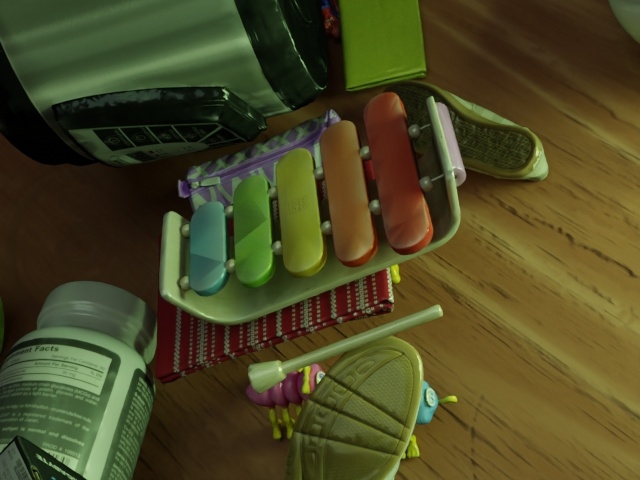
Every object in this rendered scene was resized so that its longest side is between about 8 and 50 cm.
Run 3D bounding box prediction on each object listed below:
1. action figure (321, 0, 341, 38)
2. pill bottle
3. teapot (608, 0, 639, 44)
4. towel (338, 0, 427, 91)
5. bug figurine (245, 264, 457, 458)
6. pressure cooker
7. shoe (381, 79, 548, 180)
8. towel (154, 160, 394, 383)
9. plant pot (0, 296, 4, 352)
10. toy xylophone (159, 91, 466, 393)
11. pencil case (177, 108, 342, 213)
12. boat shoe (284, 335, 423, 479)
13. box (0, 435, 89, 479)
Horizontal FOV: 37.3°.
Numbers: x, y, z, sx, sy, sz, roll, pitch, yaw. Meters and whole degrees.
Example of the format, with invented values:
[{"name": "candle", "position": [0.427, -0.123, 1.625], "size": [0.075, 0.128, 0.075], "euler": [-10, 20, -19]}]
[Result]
[{"name": "action figure", "position": [0.003, -0.297, 1.210], "size": [0.038, 0.030, 0.115], "euler": [-27, 59, 4]}, {"name": "pill bottle", "position": [-0.261, 0.188, 0.971], "size": [0.162, 0.162, 0.278], "euler": [-8, 45, 20]}, {"name": "teapot", "position": [0.418, -0.254, 0.921], "size": [0.256, 0.187, 0.252], "euler": [-37, 31, 33]}, {"name": "towel", "position": [0.072, -0.289, 1.175], "size": [0.102, 0.021, 0.237], "euler": [-11, 61, 14]}, {"name": "bug figurine", "position": [0.020, 0.088, 0.977], "size": [0.216, 0.072, 0.279], "euler": [-15, 60, 17]}, {"name": "pressure cooker", "position": [-0.228, -0.277, 1.069], "size": [0.420, 0.370, 0.375], "euler": [-13, 34, 10]}, {"name": "shoe", "position": [0.153, -0.115, 1.039], "size": [0.219, 0.058, 0.077], "euler": [31, 100, 36]}, {"name": "towel", "position": [-0.057, 0.030, 0.993], "size": [0.274, 0.031, 0.199], "euler": [-20, 51, 19]}, {"name": "plant pot", "position": [-0.530, 0.103, 1.118], "size": [0.253, 0.276, 0.276], "euler": [6, 67, 14]}, {"name": "toy xylophone", "position": [0.000, 0.000, 0.893], "size": [0.322, 0.081, 0.236], "euler": [-28, 44, 11]}, {"name": "pencil case", "position": [-0.060, -0.081, 1.090], "size": [0.206, 0.088, 0.086], "euler": [-22, 60, 11]}, {"name": "boat shoe", "position": [0.017, 0.216, 0.879], "size": [0.098, 0.096, 0.277], "euler": [25, 89, 16]}, {"name": "box", "position": [-0.121, 0.313, 0.740], "size": [0.073, 0.295, 0.293], "euler": [-46, 35, -5]}]
